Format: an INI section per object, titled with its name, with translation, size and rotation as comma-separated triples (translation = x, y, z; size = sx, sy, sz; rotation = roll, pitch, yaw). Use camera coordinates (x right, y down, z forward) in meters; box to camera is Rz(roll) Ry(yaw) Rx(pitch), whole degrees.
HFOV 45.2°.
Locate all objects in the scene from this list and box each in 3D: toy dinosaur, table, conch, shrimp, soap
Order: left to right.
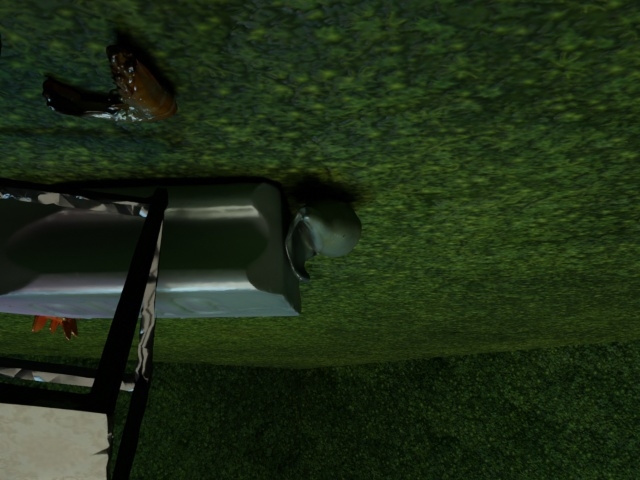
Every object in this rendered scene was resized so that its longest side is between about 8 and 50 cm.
[table]
translation = -0.305, 0.094, 0.587
size = 0.334, 0.272, 0.222
rotation = 8, 123, -7
[toy dinosaur]
translation = -0.367, 0.081, 1.085
size = 0.070, 0.117, 0.288
rotation = -3, 164, 9
[shrimp]
translation = -0.143, -0.102, 0.511
size = 0.091, 0.025, 0.127
rotation = 3, 169, -6
[soap]
translation = -0.202, 0.019, 0.829
size = 0.346, 0.115, 0.208
rotation = -1, 166, 5
[conch]
translation = -0.003, -0.007, 0.801
size = 0.088, 0.065, 0.180
rotation = -41, 166, 10
